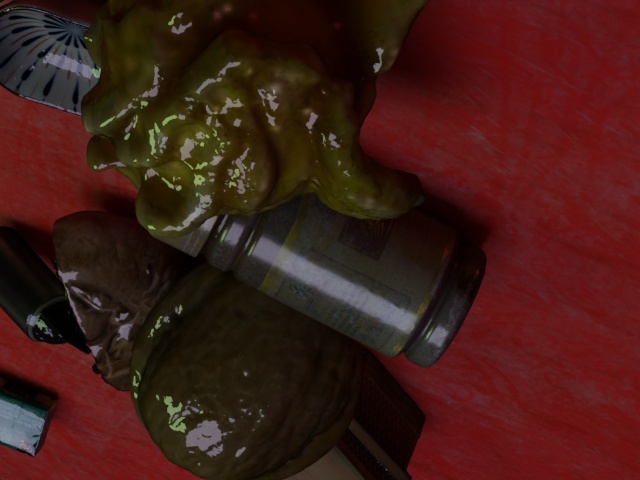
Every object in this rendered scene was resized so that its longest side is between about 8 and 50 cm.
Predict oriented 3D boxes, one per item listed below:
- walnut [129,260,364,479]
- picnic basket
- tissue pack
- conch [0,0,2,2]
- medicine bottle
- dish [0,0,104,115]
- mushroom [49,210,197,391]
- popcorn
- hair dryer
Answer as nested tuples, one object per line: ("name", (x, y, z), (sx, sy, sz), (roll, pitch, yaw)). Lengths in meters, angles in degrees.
("walnut", (-0.079, 0.143, 1.673), (0.282, 0.227, 0.283), (0, 104, 0))
("picnic basket", (-0.017, 0.248, 1.861), (0.266, 0.139, 0.165), (-12, 131, 38))
("tissue pack", (-0.445, 0.248, 2.159), (0.111, 0.079, 0.085), (21, 108, 2))
("conch", (-0.357, -0.270, 1.481), (0.180, 0.065, 0.088), (-5, 101, 12))
("medicine bottle", (0.000, 0.000, 1.535), (0.322, 0.151, 0.151), (27, 143, -5))
("dish", (-0.252, -0.200, 1.486), (0.190, 0.066, 0.191), (11, 154, 5))
("mushroom", (-0.213, 0.070, 1.782), (0.151, 0.156, 0.286), (-14, 137, 3))
("popcorn", (-0.046, -0.129, 1.302), (0.326, 0.290, 0.321), (54, 140, -7))
("hair dryer", (-0.321, 0.102, 1.875), (0.195, 0.078, 0.248), (43, 176, 30))
